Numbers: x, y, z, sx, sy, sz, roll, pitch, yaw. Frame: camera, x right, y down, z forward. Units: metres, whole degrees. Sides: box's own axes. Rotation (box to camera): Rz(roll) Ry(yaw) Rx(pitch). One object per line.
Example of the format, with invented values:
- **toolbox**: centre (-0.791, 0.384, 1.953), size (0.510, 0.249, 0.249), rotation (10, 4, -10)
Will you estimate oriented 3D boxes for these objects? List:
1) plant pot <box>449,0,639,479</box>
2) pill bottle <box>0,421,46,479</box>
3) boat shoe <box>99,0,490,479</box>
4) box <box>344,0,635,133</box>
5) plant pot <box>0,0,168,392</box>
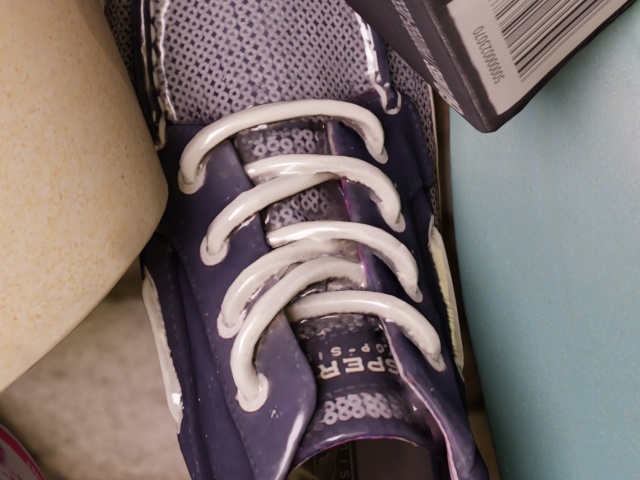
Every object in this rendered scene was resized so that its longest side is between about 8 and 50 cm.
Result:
- **plant pot**: centre (0.146, -0.004, 0.550), size (0.165, 0.166, 0.234), rotation (-20, 97, -24)
- **pill bottle**: centre (-0.154, 0.148, 0.470), size (0.160, 0.283, 0.160), rotation (-2, 100, -10)
- **boat shoe**: centre (0.000, 0.000, 0.536), size (0.127, 0.158, 0.340), rotation (-14, 102, -8)
- **box**: centre (-0.003, -0.187, 0.437), size (0.143, 0.165, 0.270), rotation (-42, 65, -1)
- **plant pot**: centre (-0.180, -0.075, 0.454), size (0.256, 0.256, 0.274), rotation (-39, 109, -2)
